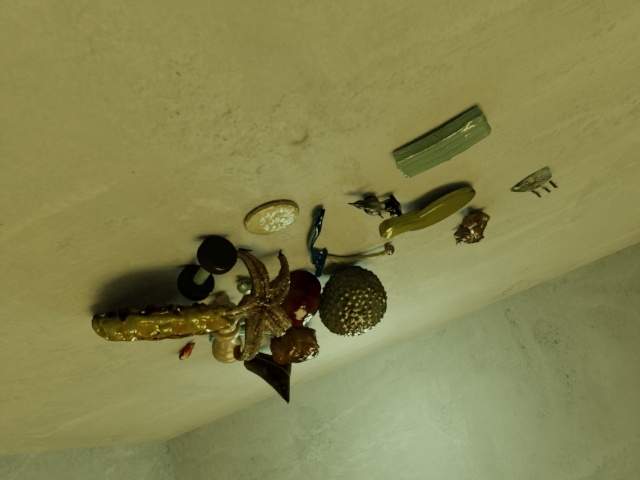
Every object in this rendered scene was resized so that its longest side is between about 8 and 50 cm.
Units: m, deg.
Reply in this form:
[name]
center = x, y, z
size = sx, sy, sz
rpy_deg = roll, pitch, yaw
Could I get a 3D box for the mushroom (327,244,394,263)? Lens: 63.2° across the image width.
[mushroom]
center = 0.115, 0.054, 1.750
size = 0.306, 0.043, 0.068
rpy_deg = -9, 137, -25

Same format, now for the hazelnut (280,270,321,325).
[hazelnut]
center = -0.080, 0.194, 1.767
size = 0.170, 0.160, 0.202
rpy_deg = -9, 119, -56

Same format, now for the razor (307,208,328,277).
[razor]
center = -0.012, -0.003, 1.497
size = 0.056, 0.093, 0.324
rpy_deg = 14, 153, 8

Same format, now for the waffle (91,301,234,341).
[waffle]
center = -0.436, 0.231, 1.467
size = 0.379, 0.095, 0.382
rpy_deg = -1, 171, -30

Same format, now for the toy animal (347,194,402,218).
[toy animal]
center = 0.144, -0.090, 1.417
size = 0.105, 0.070, 0.202
rpy_deg = -15, 170, 39

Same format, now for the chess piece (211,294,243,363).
[chess piece]
center = -0.325, 0.302, 1.800
size = 0.117, 0.117, 0.397
rpy_deg = -14, 149, -17

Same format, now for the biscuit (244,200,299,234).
[biscuit]
center = -0.122, -0.055, 1.319
size = 0.152, 0.020, 0.152
rpy_deg = -18, 157, -8

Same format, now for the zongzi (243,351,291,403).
[zongzi]
center = -0.250, 0.621, 2.384
size = 0.247, 0.241, 0.111
rpy_deg = 16, 120, -12

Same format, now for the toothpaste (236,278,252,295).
[toothpaste]
center = -0.216, 0.170, 1.703
size = 0.069, 0.047, 0.268
rpy_deg = -41, 159, -2

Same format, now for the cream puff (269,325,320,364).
[cream puff]
center = -0.104, 0.482, 2.352
size = 0.241, 0.155, 0.269
rpy_deg = -1, 152, -38

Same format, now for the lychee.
[lychee]
center = 0.107, 0.210, 1.826
size = 0.255, 0.255, 0.274
rpy_deg = -22, 136, 1

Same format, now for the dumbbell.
[dumbbell]
center = -0.297, 0.075, 1.353
size = 0.100, 0.100, 0.191
rpy_deg = -2, 151, -39

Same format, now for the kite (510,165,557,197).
[kite]
center = 0.750, -0.189, 1.786
size = 0.141, 0.015, 0.245
rpy_deg = -33, 154, 32

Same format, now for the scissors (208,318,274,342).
[scissors]
center = -0.291, 0.372, 2.102
size = 0.191, 0.030, 0.360
rpy_deg = -32, 155, 19

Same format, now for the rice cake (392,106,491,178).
[rice cake]
center = 0.296, -0.232, 1.261
size = 0.237, 0.043, 0.127
rpy_deg = -28, 158, 18

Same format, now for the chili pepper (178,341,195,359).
[chili pepper]
center = -0.522, 0.430, 2.037
size = 0.045, 0.027, 0.178
rpy_deg = -10, 155, -35

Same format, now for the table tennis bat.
[table tennis bat]
center = 0.321, -0.077, 1.582
size = 0.368, 0.054, 0.224
rpy_deg = -19, 162, -30

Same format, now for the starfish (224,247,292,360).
[starfish]
center = -0.175, 0.163, 1.429
size = 0.113, 0.304, 0.312
rpy_deg = -5, -169, 29

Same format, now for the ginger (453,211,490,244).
[ginger]
center = 0.540, -0.044, 1.865
size = 0.122, 0.084, 0.290
rpy_deg = -2, 163, 10
